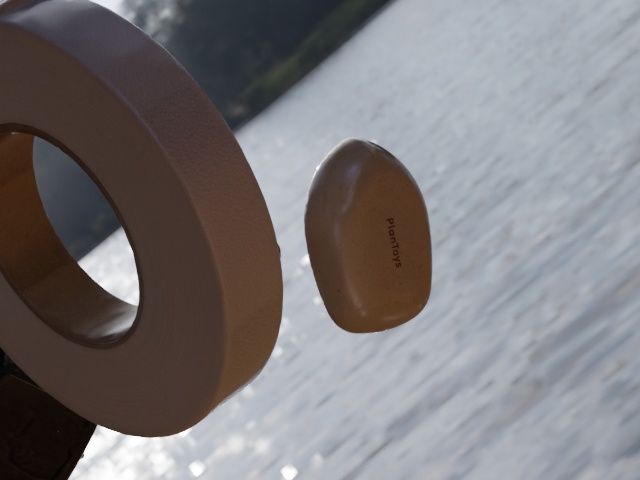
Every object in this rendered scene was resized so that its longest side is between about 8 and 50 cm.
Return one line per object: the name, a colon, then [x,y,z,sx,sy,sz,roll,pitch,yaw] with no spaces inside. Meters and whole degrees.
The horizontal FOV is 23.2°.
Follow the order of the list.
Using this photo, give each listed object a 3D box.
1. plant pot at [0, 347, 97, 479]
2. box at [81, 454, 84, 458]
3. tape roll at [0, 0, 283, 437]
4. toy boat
plant pot: [-0.338,0.167,1.705,0.167,0.188,0.187,-42,33,27]
box: [-0.376,0.243,2.035,0.087,0.102,0.101,-27,37,-19]
tape roll: [-0.198,-0.017,1.304,0.072,0.392,0.392,-35,1,-39]
toy boat: [0.000,0.000,2.092,0.318,0.267,0.148,-8,3,-32]
